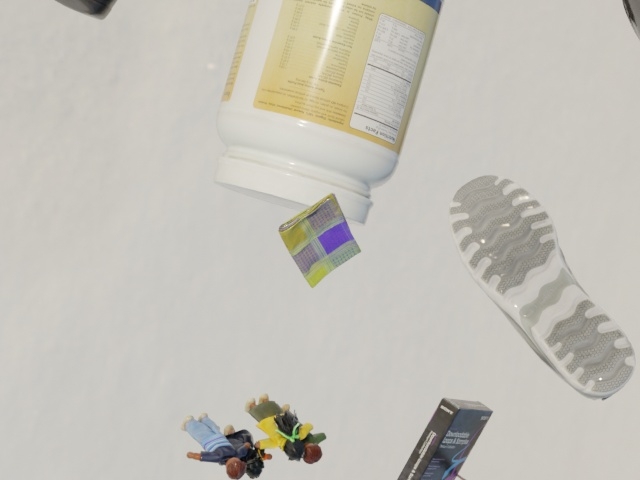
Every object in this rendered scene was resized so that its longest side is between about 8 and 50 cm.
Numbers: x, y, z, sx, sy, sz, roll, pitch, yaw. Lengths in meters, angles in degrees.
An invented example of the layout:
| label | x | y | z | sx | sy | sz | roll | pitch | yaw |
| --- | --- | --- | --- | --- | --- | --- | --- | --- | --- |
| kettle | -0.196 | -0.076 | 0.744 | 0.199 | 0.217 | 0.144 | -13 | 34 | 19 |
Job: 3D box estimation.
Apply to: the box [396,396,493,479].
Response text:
| label | x | y | z | sx | sy | sz | roll | pitch | yaw |
| --- | --- | --- | --- | --- | --- | --- | --- | --- | --- |
| box | 0.138 | 0.263 | 1.769 | 0.116 | 0.029 | 0.162 | 15 | 103 | -62 |

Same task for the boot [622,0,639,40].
| label | x | y | z | sx | sy | sz | roll | pitch | yaw |
| --- | --- | --- | --- | --- | --- | --- | --- | --- | --- |
| boot | 0.249 | -0.147 | 0.927 | 0.091 | 0.229 | 0.263 | -30 | 132 | -4 |

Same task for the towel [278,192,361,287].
| label | x | y | z | sx | sy | sz | roll | pitch | yaw |
| --- | --- | --- | --- | --- | --- | --- | --- | --- | --- |
| towel | 0.000 | 0.000 | 1.315 | 0.060 | 0.009 | 0.083 | -34 | 133 | -9 |

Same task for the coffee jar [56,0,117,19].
| label | x | y | z | sx | sy | sz | roll | pitch | yaw |
| --- | --- | --- | --- | --- | --- | --- | --- | --- | --- |
| coffee jar | -0.229 | -0.330 | 1.571 | 0.184 | 0.096 | 0.079 | -62 | 171 | 3 |

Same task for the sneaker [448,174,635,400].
| label | x | y | z | sx | sy | sz | roll | pitch | yaw |
| --- | --- | --- | --- | --- | --- | --- | --- | --- | --- |
| sneaker | 0.222 | 0.059 | 1.573 | 0.105 | 0.281 | 0.115 | -27 | 157 | -5 |

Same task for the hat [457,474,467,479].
| label | x | y | z | sx | sy | sz | roll | pitch | yaw |
| --- | --- | --- | --- | --- | --- | --- | --- | --- | --- |
| hat | 0.239 | 0.330 | 1.779 | 0.184 | 0.208 | 0.173 | 59 | 32 | -1 |

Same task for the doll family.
| label | x | y | z | sx | sy | sz | roll | pitch | yaw |
| --- | --- | --- | --- | --- | --- | --- | --- | --- | --- |
| doll family | -0.077 | 0.244 | 1.798 | 0.193 | 0.111 | 0.076 | -17 | 132 | -26 |

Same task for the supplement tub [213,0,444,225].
| label | x | y | z | sx | sy | sz | roll | pitch | yaw |
| --- | --- | --- | --- | --- | --- | --- | --- | --- | --- |
| supplement tub | 0.005 | -0.193 | 1.796 | 0.228 | 0.228 | 0.316 | 19 | 87 | -62 |
